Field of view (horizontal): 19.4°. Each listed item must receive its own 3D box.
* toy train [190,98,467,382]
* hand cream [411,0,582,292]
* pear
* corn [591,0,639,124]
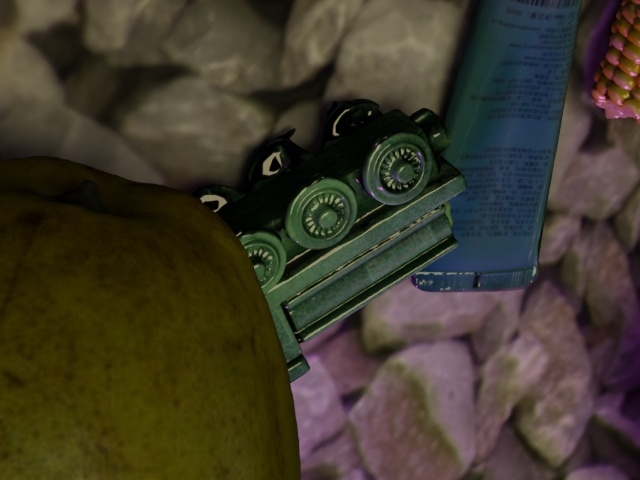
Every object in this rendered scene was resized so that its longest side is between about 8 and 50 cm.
[{"bbox_3d":[0.000,0.000,0.982,0.170,0.071,0.111,-32,128,-11],"label":"toy train"},{"bbox_3d":[0.104,-0.074,1.020,0.083,0.048,0.224,-1,116,-25],"label":"hand cream"},{"bbox_3d":[-0.125,0.121,0.868,0.253,0.253,0.307,7,100,-27],"label":"pear"},{"bbox_3d":[0.222,-0.166,1.005,0.093,0.093,0.244,9,107,-28],"label":"corn"}]
